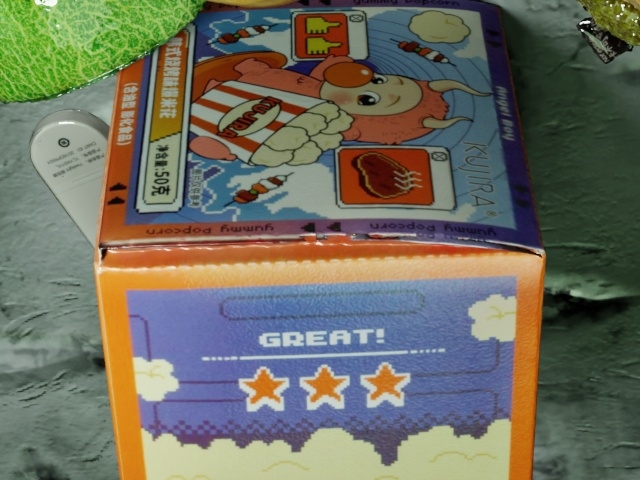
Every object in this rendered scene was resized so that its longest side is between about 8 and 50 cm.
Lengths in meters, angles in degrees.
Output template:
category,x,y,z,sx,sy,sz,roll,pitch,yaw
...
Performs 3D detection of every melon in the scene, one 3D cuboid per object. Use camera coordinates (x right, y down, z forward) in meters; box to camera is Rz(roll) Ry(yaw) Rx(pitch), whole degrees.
category,x,y,z,sx,sy,sz,roll,pitch,yaw
melon,-0.214,-0.213,1.458,0.265,0.129,0.169,-19,123,18

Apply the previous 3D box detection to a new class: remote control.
category,x,y,z,sx,sy,sz,roll,pitch,yaw
remote control,-0.175,-0.019,1.684,0.077,0.022,0.245,-22,125,16

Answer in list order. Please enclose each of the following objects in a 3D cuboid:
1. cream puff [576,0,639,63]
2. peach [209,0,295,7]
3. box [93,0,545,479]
category,x,y,z,sx,sy,sz,roll,pitch,yaw
cream puff,0.251,-0.214,1.419,0.183,0.183,0.169,22,145,-16
peach,-0.046,-0.270,1.355,0.235,0.214,0.214,21,127,-18
box,0.000,0.000,1.473,0.319,0.348,0.257,0,127,0
